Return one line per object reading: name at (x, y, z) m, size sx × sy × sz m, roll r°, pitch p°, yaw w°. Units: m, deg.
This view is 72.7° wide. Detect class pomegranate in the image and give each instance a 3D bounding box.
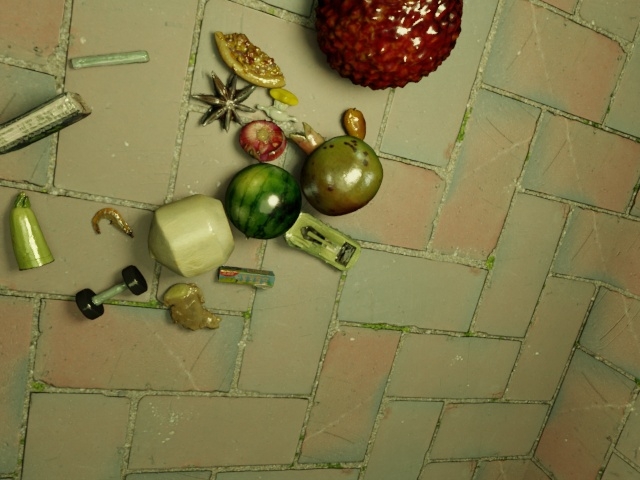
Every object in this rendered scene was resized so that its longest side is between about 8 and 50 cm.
pomegranate at (0.055, -0.242, 1.409) m, size 0.290 × 0.291 × 0.323 m, roll -22°, pitch 82°, yaw -11°

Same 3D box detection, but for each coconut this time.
coconut at (-0.399, -0.013, 1.324) m, size 0.247 × 0.245 × 0.245 m, roll -18°, pitch 111°, yaw -12°

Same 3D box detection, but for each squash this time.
squash at (-0.845, -0.030, 1.261) m, size 0.094 × 0.094 × 0.224 m, roll -9°, pitch 102°, yaw -16°

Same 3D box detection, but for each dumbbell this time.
dumbbell at (-0.654, 0.162, 1.367) m, size 0.191 × 0.100 × 0.100 m, roll -29°, pitch 113°, yaw -9°

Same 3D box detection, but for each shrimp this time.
shrimp at (-0.642, -0.041, 1.350) m, size 0.091 × 0.025 × 0.127 m, roll -46°, pitch 110°, yaw -1°

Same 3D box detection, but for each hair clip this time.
hair clip at (0.000, 0.000, 1.547) m, size 0.321 × 0.091 × 0.138 m, roll 29°, pitch 87°, yaw -35°

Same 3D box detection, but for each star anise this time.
star anise at (-0.292, -0.427, 1.329) m, size 0.180 × 0.061 × 0.205 m, roll 33°, pitch 93°, yaw -29°

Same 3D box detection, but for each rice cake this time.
rice cake at (-0.591, -0.508, 1.223) m, size 0.207 × 0.033 × 0.033 m, roll -13°, pitch 111°, yaw -14°

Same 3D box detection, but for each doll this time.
doll at (-0.121, -0.423, 1.392) m, size 0.113 × 0.071 × 0.135 m, roll -46°, pitch 119°, yaw 8°

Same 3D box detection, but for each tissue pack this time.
tissue pack at (-0.744, -0.313, 1.154) m, size 0.235 × 0.173 × 0.073 m, roll -30°, pitch 114°, yaw -7°

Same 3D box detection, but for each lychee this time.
lychee at (0.222, -0.656, 1.234) m, size 0.499 × 0.425 × 0.425 m, roll -21°, pitch 114°, yaw 19°

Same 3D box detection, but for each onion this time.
onion at (-0.185, -0.300, 1.393) m, size 0.150 × 0.140 × 0.150 m, roll 4°, pitch 63°, yaw -8°

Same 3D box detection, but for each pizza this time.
pizza at (-0.211, -0.540, 1.304) m, size 0.246 × 0.058 × 0.127 m, roll 44°, pitch 65°, yaw -15°

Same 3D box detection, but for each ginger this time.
ginger at (-0.439, 0.243, 1.481) m, size 0.137 × 0.074 × 0.213 m, roll -31°, pitch 119°, yaw -8°

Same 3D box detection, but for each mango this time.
mango at (0.117, -0.389, 1.480) m, size 0.077 × 0.063 × 0.127 m, roll -26°, pitch 118°, yaw -15°

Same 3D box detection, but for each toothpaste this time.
toothpaste at (-0.255, 0.127, 1.505) m, size 0.193 × 0.070 × 0.044 m, roll 8°, pitch 105°, yaw -21°

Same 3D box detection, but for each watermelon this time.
watermelon at (-0.179, -0.121, 1.366) m, size 0.242 × 0.242 × 0.242 m, roll -5°, pitch 108°, yaw -17°
